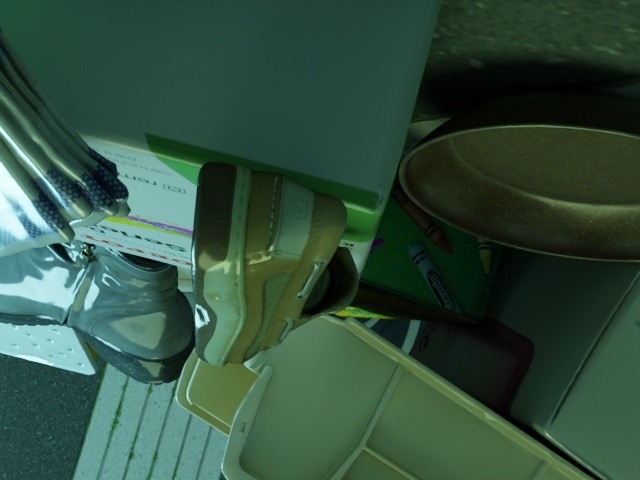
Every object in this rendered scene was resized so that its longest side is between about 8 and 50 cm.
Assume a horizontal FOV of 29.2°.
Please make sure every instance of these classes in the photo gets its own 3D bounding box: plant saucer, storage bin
[{"bbox_3d":[0.144,-0.036,0.680,0.198,0.036,0.198,10,162,3],"label":"plant saucer"},{"bbox_3d":[0.035,0.143,0.860,0.260,0.123,0.262,34,175,-11],"label":"storage bin"}]

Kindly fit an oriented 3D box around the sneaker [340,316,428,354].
[{"bbox_3d":[0.073,0.063,1.210,0.282,0.153,0.099,-15,-172,-39],"label":"sneaker"}]

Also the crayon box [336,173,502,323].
[{"bbox_3d":[0.000,0.000,0.957,0.165,0.081,0.278,20,170,-20],"label":"crayon box"}]

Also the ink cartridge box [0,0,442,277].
[{"bbox_3d":[-0.058,-0.059,0.662,0.201,0.117,0.278,15,168,1],"label":"ink cartridge box"}]

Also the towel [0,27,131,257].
[{"bbox_3d":[-0.215,-0.102,0.490,0.209,0.034,0.285,-11,122,48],"label":"towel"}]

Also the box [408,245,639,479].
[{"bbox_3d":[0.186,0.093,0.871,0.148,0.127,0.232,36,174,-17],"label":"box"}]

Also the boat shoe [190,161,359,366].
[{"bbox_3d":[-0.019,0.020,0.550,0.072,0.068,0.190,4,167,-3],"label":"boat shoe"}]

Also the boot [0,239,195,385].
[{"bbox_3d":[-0.265,-0.005,1.204,0.338,0.118,0.223,18,144,17],"label":"boot"}]

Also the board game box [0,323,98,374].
[{"bbox_3d":[-0.493,0.022,1.548,0.390,0.050,0.390,13,150,13],"label":"board game box"}]
